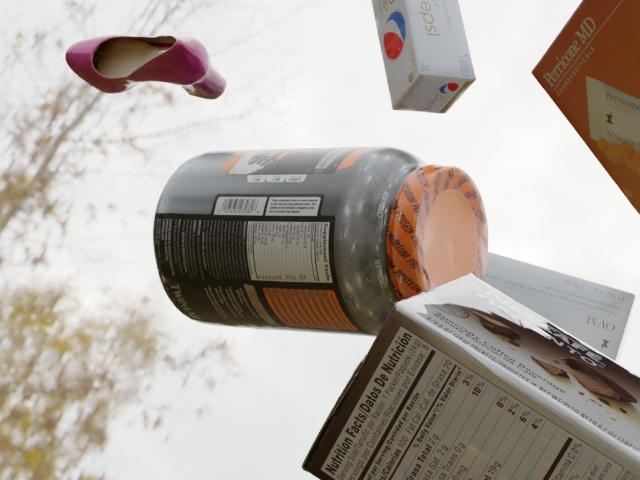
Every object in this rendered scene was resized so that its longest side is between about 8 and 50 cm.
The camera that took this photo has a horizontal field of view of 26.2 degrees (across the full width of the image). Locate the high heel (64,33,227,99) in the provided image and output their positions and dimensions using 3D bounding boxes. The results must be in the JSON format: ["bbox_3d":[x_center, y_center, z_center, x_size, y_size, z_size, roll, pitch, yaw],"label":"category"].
[{"bbox_3d":[-0.236,-0.228,1.682,0.244,0.082,0.117,20,-13,30],"label":"high heel"}]

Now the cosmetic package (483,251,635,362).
[{"bbox_3d":[0.236,0.153,1.656,0.224,0.224,0.138,16,-21,15],"label":"cosmetic package"}]

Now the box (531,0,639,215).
[{"bbox_3d":[0.359,-0.084,1.059,0.345,0.168,0.215,55,-27,14],"label":"box"}]

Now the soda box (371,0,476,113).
[{"bbox_3d":[0.103,-0.246,1.476,0.069,0.216,0.074,3,-27,-23],"label":"soda box"}]

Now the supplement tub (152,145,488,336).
[{"bbox_3d":[0.000,0.000,1.419,0.316,0.193,0.193,2,-39,34],"label":"supplement tub"}]

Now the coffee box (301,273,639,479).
[{"bbox_3d":[0.161,0.149,0.800,0.297,0.168,0.119,32,-74,17],"label":"coffee box"}]
